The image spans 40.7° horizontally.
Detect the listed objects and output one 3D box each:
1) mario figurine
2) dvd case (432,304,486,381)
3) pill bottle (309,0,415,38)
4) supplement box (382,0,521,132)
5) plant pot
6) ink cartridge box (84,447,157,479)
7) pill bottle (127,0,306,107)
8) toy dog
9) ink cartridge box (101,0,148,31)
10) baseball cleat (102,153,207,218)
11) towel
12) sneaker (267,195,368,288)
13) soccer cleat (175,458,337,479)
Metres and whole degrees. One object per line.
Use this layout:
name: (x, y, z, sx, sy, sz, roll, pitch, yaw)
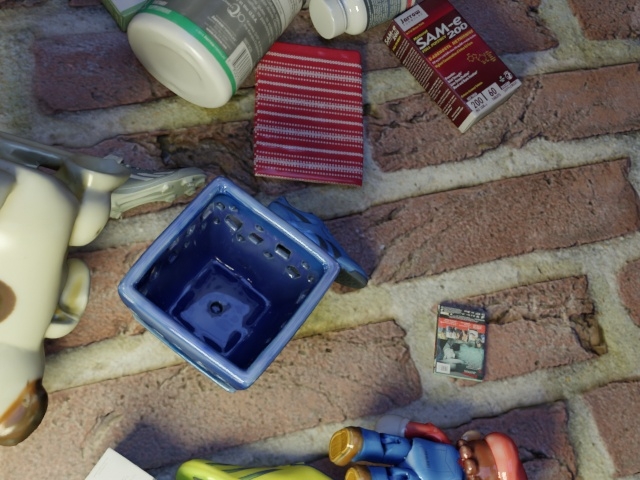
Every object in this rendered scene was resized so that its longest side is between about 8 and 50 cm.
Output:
mario figurine: (0.167, 0.373, 1.316, 0.320, 0.170, 0.198, 10, 79, -20)
dvd case: (0.236, 0.174, 1.464, 0.087, 0.013, 0.119, 10, 68, -10)
pill bottle: (0.076, -0.442, 1.592, 0.180, 0.108, 0.108, -29, 80, -21)
supplement box: (0.244, -0.335, 1.614, 0.130, 0.073, 0.239, -37, 82, -22)
plant pot: (-0.143, 0.082, 1.298, 0.236, 0.212, 0.236, 38, 68, 2)
ink cartridge box: (-0.245, 0.374, 1.228, 0.180, 0.104, 0.060, 35, 66, 0)
pill bottle: (-0.143, -0.420, 1.469, 0.204, 0.204, 0.361, 34, 71, 0)
toy dog: (-0.435, 0.075, 1.161, 0.284, 0.395, 0.408, 14, 101, -22)
ink cartridge box: (-0.344, -0.508, 1.544, 0.171, 0.056, 0.235, -33, 79, -22)
baseball cleat: (-0.292, -0.104, 1.405, 0.206, 0.072, 0.109, -19, 70, -23)
towel: (-0.021, -0.229, 1.536, 0.199, 0.031, 0.275, 4, 70, -12)
sneaker: (0.000, 0.000, 1.439, 0.209, 0.069, 0.082, 33, 63, 0)
soccer cleat: (-0.072, 0.376, 1.293, 0.289, 0.093, 0.121, 17, 37, -3)
